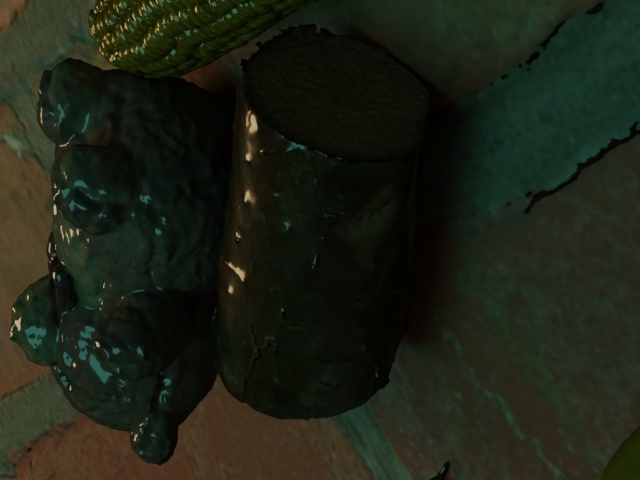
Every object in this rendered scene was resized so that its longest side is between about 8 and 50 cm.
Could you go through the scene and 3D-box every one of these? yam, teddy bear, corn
[{"bbox_3d":[-0.002,-0.001,1.159,0.128,0.129,0.238,34,135,29],"label":"yam"},{"bbox_3d":[-0.128,0.010,1.291,0.236,0.151,0.267,-105,25,-45],"label":"teddy bear"},{"bbox_3d":[-0.046,-0.167,1.126,0.106,0.106,0.293,60,145,-1],"label":"corn"}]

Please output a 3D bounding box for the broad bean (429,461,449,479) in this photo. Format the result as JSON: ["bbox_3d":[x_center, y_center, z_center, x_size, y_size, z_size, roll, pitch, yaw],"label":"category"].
[{"bbox_3d":[0.146,0.234,1.227,0.227,0.039,0.069,37,131,26],"label":"broad bean"}]

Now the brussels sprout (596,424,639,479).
[{"bbox_3d":[0.274,0.198,0.883,0.344,0.268,0.344,19,123,32],"label":"brussels sprout"}]
